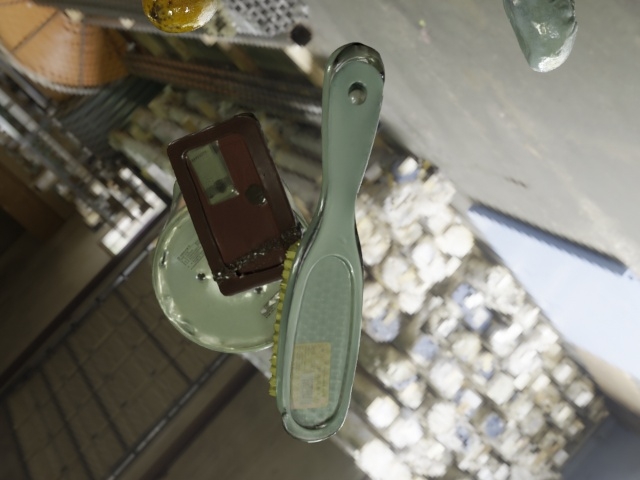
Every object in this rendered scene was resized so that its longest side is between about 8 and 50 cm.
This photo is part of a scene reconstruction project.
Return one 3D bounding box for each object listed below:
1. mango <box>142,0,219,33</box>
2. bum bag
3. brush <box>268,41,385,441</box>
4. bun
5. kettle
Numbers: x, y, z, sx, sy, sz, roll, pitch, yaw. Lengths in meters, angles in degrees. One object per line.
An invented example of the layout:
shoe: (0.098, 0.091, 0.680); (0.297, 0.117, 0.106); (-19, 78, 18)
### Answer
mango: (-0.138, -0.252, 1.012); (0.078, 0.114, 0.057); (3, 139, 12)
bum bag: (-0.074, -0.032, 0.930); (0.026, 0.109, 0.159); (-32, -76, -60)
brush: (0.000, 0.000, 0.760); (0.068, 0.297, 0.060); (6, -176, -31)
bun: (0.279, -0.285, 1.260); (0.141, 0.083, 0.141); (-22, -90, -77)
kettle: (-0.087, 0.012, 1.356); (0.264, 0.205, 0.318); (9, -169, -9)
